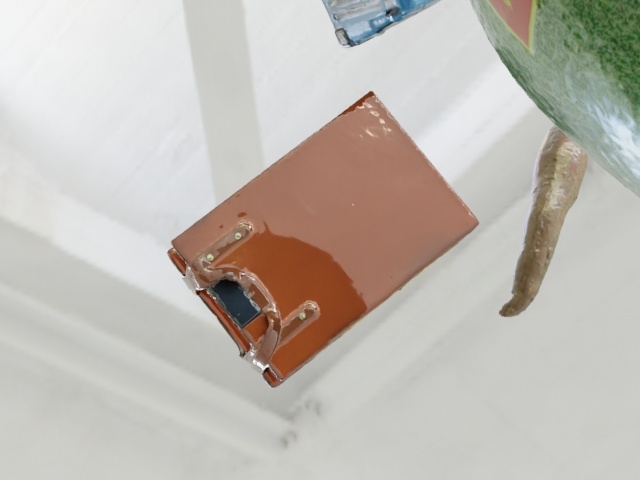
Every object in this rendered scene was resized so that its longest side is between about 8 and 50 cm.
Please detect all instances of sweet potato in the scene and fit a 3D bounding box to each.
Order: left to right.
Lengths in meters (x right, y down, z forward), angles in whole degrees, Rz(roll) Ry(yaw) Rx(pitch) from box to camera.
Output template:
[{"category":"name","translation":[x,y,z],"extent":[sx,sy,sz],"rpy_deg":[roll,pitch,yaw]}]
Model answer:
[{"category":"sweet potato","translation":[0.212,-0.023,1.383],"extent":[0.050,0.214,0.050],"rpy_deg":[16,-26,8]}]

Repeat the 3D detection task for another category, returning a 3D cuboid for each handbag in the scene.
[{"category":"handbag","translation":[0.000,0.000,1.040],"extent":[0.190,0.127,0.063],"rpy_deg":[-38,-4,-16]}]

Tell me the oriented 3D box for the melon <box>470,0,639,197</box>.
[{"category":"melon","translation":[0.140,-0.110,0.509],"extent":[0.182,0.288,0.182],"rpy_deg":[-18,-45,-19]}]

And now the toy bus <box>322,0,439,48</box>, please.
[{"category":"toy bus","translation":[0.028,-0.232,0.987],"extent":[0.090,0.106,0.185],"rpy_deg":[-35,-74,-33]}]
